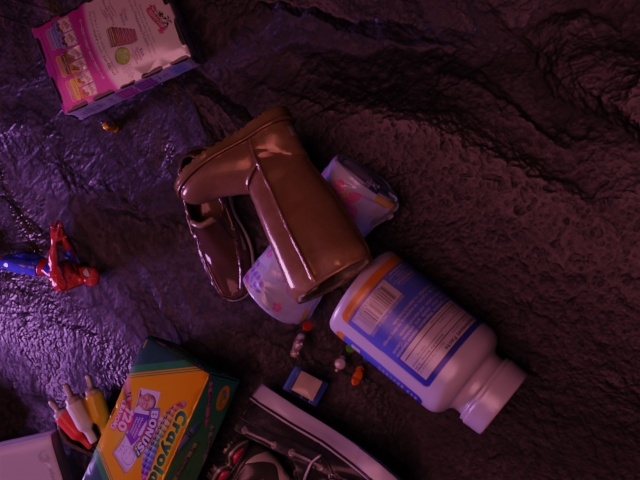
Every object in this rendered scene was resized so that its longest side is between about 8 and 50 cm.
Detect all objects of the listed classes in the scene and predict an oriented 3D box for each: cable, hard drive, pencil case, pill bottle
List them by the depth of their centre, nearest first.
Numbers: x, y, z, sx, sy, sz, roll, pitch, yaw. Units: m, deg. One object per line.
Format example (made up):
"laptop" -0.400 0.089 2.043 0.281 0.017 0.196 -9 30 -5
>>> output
"pill bottle" 0.160 0.153 1.379 0.272 0.152 0.152 38 106 14
"pencil case" 0.000 0.000 1.451 0.124 0.113 0.273 33 108 -20
"cable" -0.379 0.380 1.650 0.139 0.072 0.287 -34 82 23
"hard drive" -0.596 0.473 1.709 0.307 0.040 0.203 -14 97 8

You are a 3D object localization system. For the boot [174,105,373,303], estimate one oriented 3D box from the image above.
"boot" -0.079 -0.029 1.376 0.236 0.089 0.270 -35 72 25

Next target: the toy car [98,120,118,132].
"toy car" -0.369 -0.249 1.612 0.060 0.040 0.122 -30 83 21

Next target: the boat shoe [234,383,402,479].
"boat shoe" -0.001 0.342 1.462 0.306 0.113 0.105 30 79 17

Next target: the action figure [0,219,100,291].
"action figure" -0.505 0.009 1.658 0.280 0.091 0.139 13 108 20

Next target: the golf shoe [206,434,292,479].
"golf shoe" -0.161 0.451 1.557 0.120 0.105 0.273 37 107 8

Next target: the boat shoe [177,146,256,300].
"boat shoe" -0.179 -0.023 1.526 0.095 0.095 0.258 -17 88 22

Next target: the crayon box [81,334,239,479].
"crayon box" -0.263 0.317 1.538 0.165 0.081 0.278 22 88 38

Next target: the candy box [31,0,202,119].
"candy box" -0.334 -0.319 1.551 0.233 0.071 0.159 -22 86 8

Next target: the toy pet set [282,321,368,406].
"toy pet set" 0.002 0.205 1.504 0.122 0.065 0.114 29 81 0
